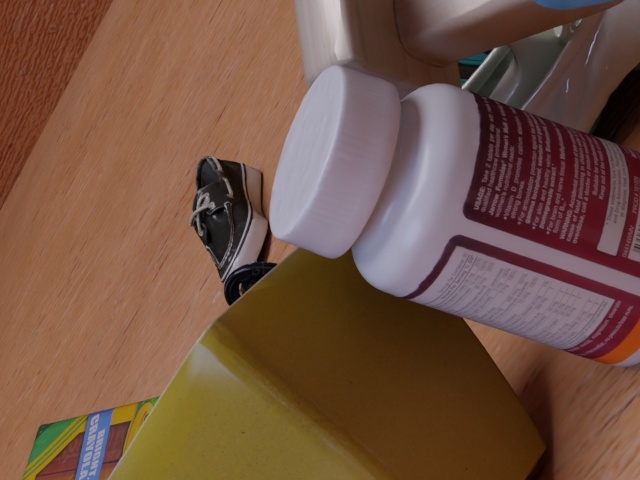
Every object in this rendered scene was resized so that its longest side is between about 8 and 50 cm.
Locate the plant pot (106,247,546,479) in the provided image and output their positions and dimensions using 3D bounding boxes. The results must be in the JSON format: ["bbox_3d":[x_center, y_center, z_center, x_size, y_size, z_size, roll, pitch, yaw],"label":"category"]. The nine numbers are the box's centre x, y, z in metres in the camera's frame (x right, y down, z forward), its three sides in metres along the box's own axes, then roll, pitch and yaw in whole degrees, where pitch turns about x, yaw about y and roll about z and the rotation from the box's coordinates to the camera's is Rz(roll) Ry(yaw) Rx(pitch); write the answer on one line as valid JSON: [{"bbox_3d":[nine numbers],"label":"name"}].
[{"bbox_3d":[0.005,0.139,1.157,0.212,0.187,0.212,-56,-8,32],"label":"plant pot"}]

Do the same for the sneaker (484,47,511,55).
[{"bbox_3d":[0.177,-0.263,1.361,0.281,0.106,0.162,-55,27,11],"label":"sneaker"}]

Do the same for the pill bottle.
[{"bbox_3d":[0.092,-0.016,1.082,0.121,0.221,0.121,-161,90,-74],"label":"pill bottle"}]

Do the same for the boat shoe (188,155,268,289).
[{"bbox_3d":[-0.102,-0.020,2.015,0.078,0.070,0.219,-61,17,22],"label":"boat shoe"}]

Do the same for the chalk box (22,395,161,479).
[{"bbox_3d":[-0.093,0.227,1.398,0.289,0.179,0.180,-21,47,55],"label":"chalk box"}]

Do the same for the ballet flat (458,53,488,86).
[{"bbox_3d":[0.107,-0.119,1.449,0.067,0.073,0.206,104,180,-75],"label":"ballet flat"}]

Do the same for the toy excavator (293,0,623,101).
[{"bbox_3d":[0.168,-0.185,1.001,0.445,0.433,0.222,49,-148,-71],"label":"toy excavator"}]

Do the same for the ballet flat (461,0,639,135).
[{"bbox_3d":[0.148,-0.137,1.253,0.400,0.139,0.139,-58,18,27],"label":"ballet flat"}]

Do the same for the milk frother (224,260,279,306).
[{"bbox_3d":[0.000,0.000,1.520,0.135,0.143,0.129,-103,31,-61],"label":"milk frother"}]
